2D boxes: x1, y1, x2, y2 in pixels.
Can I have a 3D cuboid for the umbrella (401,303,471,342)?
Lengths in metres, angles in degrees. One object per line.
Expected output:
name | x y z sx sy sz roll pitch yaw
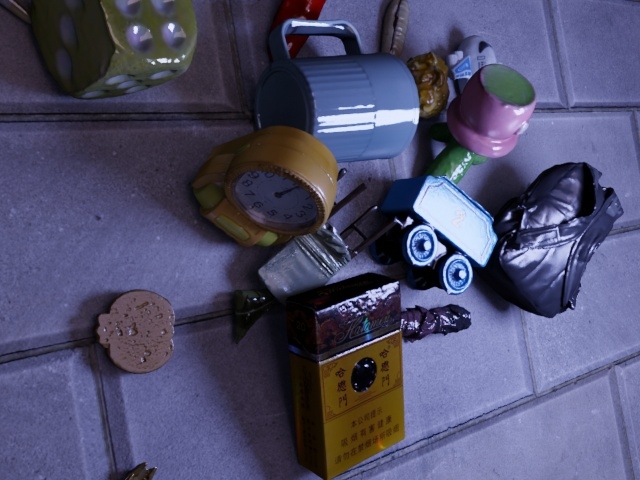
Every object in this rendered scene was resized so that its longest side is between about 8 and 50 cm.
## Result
umbrella | 0.273 0.214 1.913 0.326 0.094 0.090 0 69 -38

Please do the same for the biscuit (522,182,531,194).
biscuit | 0.693 -0.006 2.277 0.186 0.079 0.309 -45 111 -35

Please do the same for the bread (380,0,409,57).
bread | 0.209 -0.588 2.010 0.073 0.053 0.214 22 71 -29

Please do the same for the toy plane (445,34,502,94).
toy plane | 0.470 -0.479 2.152 0.267 0.122 0.267 9 75 -36

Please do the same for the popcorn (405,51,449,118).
popcorn | 0.282 -0.422 1.968 0.170 0.180 0.180 22 70 -38

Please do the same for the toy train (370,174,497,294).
toy train | 0.290 -0.018 1.888 0.300 0.188 0.265 36 73 -26

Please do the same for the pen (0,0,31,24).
pen | -0.632 -0.492 1.364 0.233 0.032 0.040 39 38 -28

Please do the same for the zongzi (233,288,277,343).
zongzi | -0.145 0.167 1.626 0.109 0.055 0.119 -1 96 -43

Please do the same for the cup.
cup | 0.034 -0.337 1.691 0.311 0.257 0.331 -13 116 -36

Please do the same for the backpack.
backpack | 0.662 -0.018 2.081 0.363 0.255 0.446 41 82 -24

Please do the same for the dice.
dice | -0.392 -0.414 1.395 0.227 0.233 0.238 -22 99 -45

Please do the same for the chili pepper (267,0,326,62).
chili pepper | -0.042 -0.581 1.788 0.110 0.110 0.387 33 70 -30

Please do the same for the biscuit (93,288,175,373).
biscuit | -0.373 0.181 1.450 0.170 0.050 0.170 3 84 -29

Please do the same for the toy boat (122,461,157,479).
toy boat | -0.374 0.522 1.379 0.064 0.072 0.206 38 63 -29

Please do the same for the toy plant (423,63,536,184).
toy plant | 0.412 -0.289 1.966 0.210 0.356 0.317 45 53 6

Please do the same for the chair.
chair | 0.000 0.000 1.699 0.319 0.186 0.160 -42 114 1

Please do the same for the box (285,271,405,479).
box | 0.062 0.298 1.656 0.264 0.116 0.415 -14 109 -37

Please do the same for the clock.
clock | -0.103 -0.119 1.535 0.244 0.317 0.200 36 56 -27
